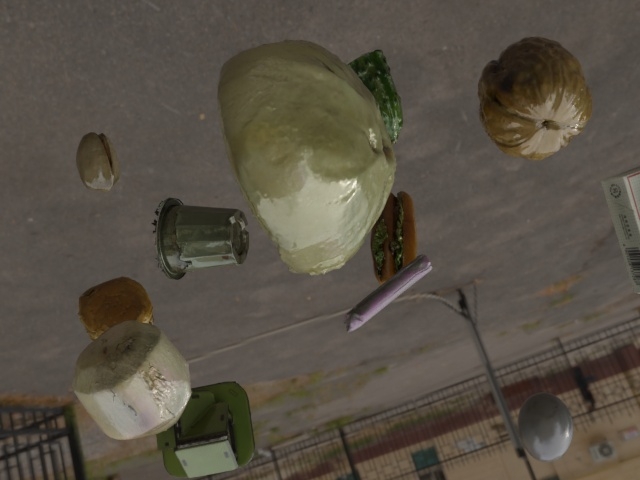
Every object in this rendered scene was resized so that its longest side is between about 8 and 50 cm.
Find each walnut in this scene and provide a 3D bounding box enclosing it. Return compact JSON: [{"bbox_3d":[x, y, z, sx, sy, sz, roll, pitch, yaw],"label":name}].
[{"bbox_3d":[0.295,-0.200,0.982,0.155,0.184,0.155,-1,130,-1],"label":"walnut"}]

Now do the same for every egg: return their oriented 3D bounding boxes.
[{"bbox_3d":[0.617,0.515,1.934,0.146,0.199,0.146,-1,-166,0],"label":"egg"}]

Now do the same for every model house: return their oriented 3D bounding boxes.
[{"bbox_3d":[-0.271,0.408,1.534,0.218,0.205,0.279,-11,163,-2],"label":"model house"}]

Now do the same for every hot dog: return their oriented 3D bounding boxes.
[{"bbox_3d":[0.204,-0.008,1.987,0.135,0.337,0.100,-9,140,16],"label":"hot dog"}]

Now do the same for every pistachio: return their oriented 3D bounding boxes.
[{"bbox_3d":[-0.551,-0.194,1.742,0.113,0.149,0.113,-7,-171,1],"label":"pistachio"}]

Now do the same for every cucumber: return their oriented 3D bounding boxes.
[{"bbox_3d":[0.151,-0.364,1.838,0.134,0.244,0.134,-22,176,-2],"label":"cucumber"}]

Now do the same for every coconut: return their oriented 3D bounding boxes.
[{"bbox_3d":[-0.273,0.220,1.062,0.170,0.183,0.171,-27,-157,12],"label":"coconut"}]

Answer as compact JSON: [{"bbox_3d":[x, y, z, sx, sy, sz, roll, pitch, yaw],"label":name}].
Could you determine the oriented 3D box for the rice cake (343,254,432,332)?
[{"bbox_3d":[0.160,0.124,1.677,0.270,0.049,0.055,-37,153,-11],"label":"rice cake"}]

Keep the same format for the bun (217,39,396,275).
[{"bbox_3d":[0.001,-0.136,1.037,0.202,0.364,0.364,-17,161,14],"label":"bun"}]

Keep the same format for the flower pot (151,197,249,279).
[{"bbox_3d":[-0.388,-0.008,2.346,0.259,0.290,0.290,0,164,14],"label":"flower pot"}]

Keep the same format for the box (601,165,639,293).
[{"bbox_3d":[0.914,-0.043,1.917,0.210,0.330,0.095,-19,-178,-20],"label":"box"}]

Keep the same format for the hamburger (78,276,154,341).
[{"bbox_3d":[-0.571,0.207,1.982,0.213,0.214,0.108,-12,144,-18],"label":"hamburger"}]
